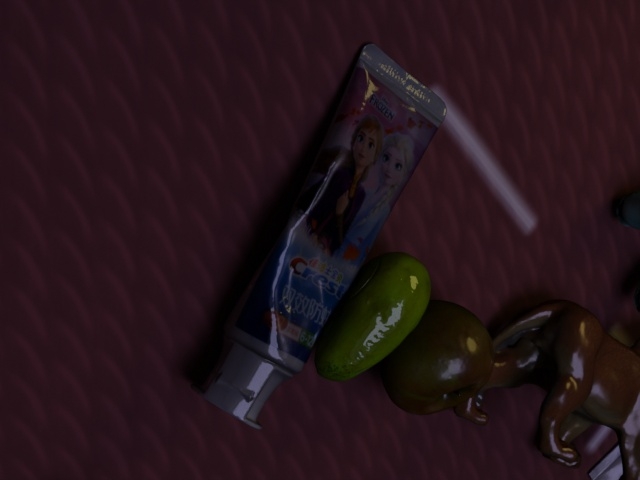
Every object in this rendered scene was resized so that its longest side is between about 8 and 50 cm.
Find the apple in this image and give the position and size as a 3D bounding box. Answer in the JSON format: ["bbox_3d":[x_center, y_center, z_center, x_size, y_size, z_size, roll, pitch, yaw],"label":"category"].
[{"bbox_3d":[0.085,0.088,1.082,0.089,0.074,0.089,-31,152,-19],"label":"apple"}]

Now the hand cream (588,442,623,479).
[{"bbox_3d":[0.311,0.239,1.368,0.084,0.053,0.142,-41,121,-14],"label":"hand cream"}]

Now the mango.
[{"bbox_3d":[0.035,0.056,1.034,0.056,0.073,0.108,42,79,-4],"label":"mango"}]

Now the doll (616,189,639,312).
[{"bbox_3d":[0.328,-0.002,1.240,0.158,0.059,0.159,-38,121,-24],"label":"doll"}]

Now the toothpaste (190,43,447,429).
[{"bbox_3d":[0.000,0.000,0.996,0.096,0.061,0.266,33,83,-43],"label":"toothpaste"}]

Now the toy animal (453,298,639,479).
[{"bbox_3d":[0.229,0.117,1.219,0.312,0.097,0.157,28,81,-41],"label":"toy animal"}]
